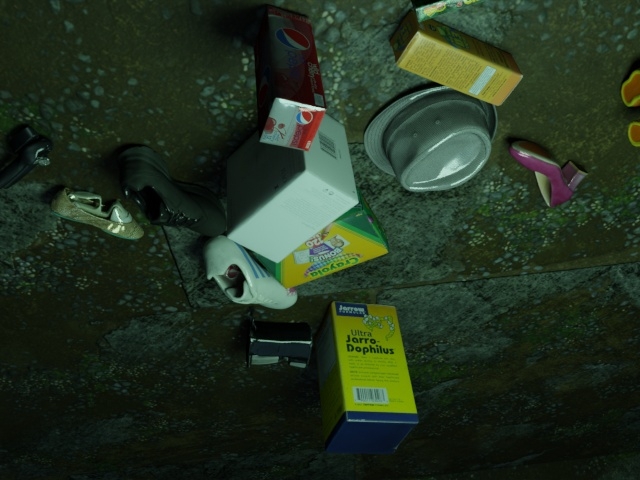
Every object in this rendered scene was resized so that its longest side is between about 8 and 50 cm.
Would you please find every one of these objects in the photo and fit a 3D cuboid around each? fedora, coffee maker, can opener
[{"bbox_3d":[0.232,-0.183,1.269,0.276,0.124,0.243,-23,136,18],"label":"fedora"},{"bbox_3d":[-0.114,0.278,1.756,0.178,0.120,0.171,2,138,-11],"label":"coffee maker"},{"bbox_3d":[-0.594,-0.152,1.253,0.186,0.073,0.059,-35,171,33],"label":"can opener"}]

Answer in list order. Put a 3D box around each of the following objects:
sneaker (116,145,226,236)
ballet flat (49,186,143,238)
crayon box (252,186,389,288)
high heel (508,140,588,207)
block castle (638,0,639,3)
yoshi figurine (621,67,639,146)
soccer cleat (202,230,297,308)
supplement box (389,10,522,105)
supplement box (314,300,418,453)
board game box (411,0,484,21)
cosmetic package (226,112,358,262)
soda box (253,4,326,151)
[{"bbox_3d":[-0.311,-0.070,1.320,0.109,0.130,0.286,-33,134,24],"label":"sneaker"},{"bbox_3d":[-0.471,-0.060,1.358,0.206,0.073,0.067,18,119,-31],"label":"ballet flat"},{"bbox_3d":[0.000,0.000,1.479,0.279,0.081,0.165,-21,137,16],"label":"crayon box"},{"bbox_3d":[0.476,-0.140,1.387,0.244,0.082,0.117,10,128,-37],"label":"high heel"},{"bbox_3d":[0.581,-0.475,0.851,0.213,0.302,0.453,-11,139,15],"label":"block castle"},{"bbox_3d":[0.789,-0.276,1.193,0.363,0.203,0.203,-8,133,-3],"label":"yoshi figurine"},{"bbox_3d":[-0.172,0.114,1.540,0.116,0.143,0.331,-27,136,22],"label":"soccer cleat"},{"bbox_3d":[0.246,-0.327,1.141,0.234,0.078,0.080,12,135,-22],"label":"supplement box"},{"bbox_3d":[0.113,0.368,1.708,0.196,0.356,0.194,6,138,-15],"label":"supplement box"},{"bbox_3d":[0.265,-0.425,0.987,0.260,0.136,0.030,-15,140,8],"label":"board game box"},{"bbox_3d":[-0.065,-0.119,1.224,0.138,0.224,0.225,28,128,-34],"label":"cosmetic package"},{"bbox_3d":[-0.055,-0.267,1.025,0.084,0.263,0.092,9,137,-18],"label":"soda box"}]
